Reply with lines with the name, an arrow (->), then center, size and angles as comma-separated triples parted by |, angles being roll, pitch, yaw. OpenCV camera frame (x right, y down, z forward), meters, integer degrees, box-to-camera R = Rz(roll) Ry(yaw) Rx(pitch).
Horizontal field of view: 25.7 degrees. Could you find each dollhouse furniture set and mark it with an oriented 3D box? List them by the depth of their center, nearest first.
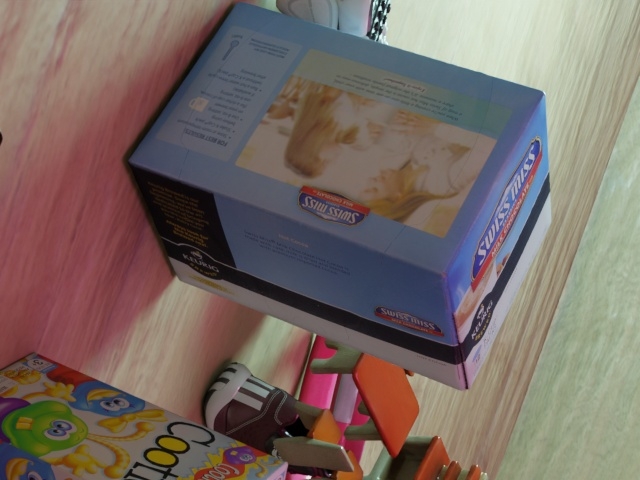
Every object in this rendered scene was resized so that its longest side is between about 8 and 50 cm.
dollhouse furniture set -> 0.094, 0.216, 1.669 | 0.262, 0.135, 0.259 | -58, 138, -36

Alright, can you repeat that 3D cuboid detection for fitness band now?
fitness band -> 0.015, 0.224, 1.850 | 0.209, 0.054, 0.291 | -160, -95, -77

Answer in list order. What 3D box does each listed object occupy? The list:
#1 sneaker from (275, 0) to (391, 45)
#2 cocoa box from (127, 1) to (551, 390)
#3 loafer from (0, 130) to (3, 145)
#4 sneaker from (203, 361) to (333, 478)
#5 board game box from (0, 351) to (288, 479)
sneaker -> 0.016, -0.198, 1.566 | 0.292, 0.118, 0.110 | 85, 19, -58
cocoa box -> 0.029, -0.048, 1.400 | 0.231, 0.347, 0.228 | -59, 155, -25
loafer -> -0.288, -0.081, 1.030 | 0.148, 0.050, 0.056 | -25, 131, -61
sneaker -> -0.051, 0.279, 1.743 | 0.106, 0.162, 0.281 | -55, 154, -32
board game box -> -0.189, 0.227, 1.226 | 0.144, 0.275, 0.142 | -32, 137, -57
